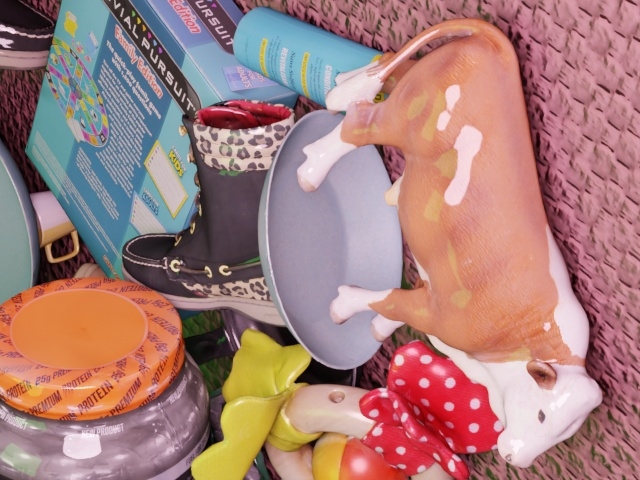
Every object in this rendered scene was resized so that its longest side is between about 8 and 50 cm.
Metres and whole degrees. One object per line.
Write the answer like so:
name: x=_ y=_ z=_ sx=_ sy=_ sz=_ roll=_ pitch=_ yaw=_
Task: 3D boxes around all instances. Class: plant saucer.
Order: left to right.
plant saucer: x=-0.422 y=-0.032 z=1.589 sx=0.318 sy=0.044 sz=0.317 roll=17 pitch=119 yaw=34
plant saucer: x=0.000 y=0.000 z=1.049 sx=0.037 sy=0.195 sz=0.195 roll=-5 pitch=104 yaw=31

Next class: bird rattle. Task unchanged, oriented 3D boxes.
bird rattle: x=0.035 y=0.160 z=1.150 sx=0.254 sy=0.143 sz=0.207 roll=-3 pitch=138 yaw=17

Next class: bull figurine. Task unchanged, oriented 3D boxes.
bull figurine: x=0.094 y=0.003 z=0.985 sx=0.188 sy=0.101 sz=0.310 roll=-5 pitch=98 yaw=32

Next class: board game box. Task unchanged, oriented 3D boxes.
board game box: x=-0.162 y=-0.110 z=1.322 sx=0.254 sy=0.079 sz=0.336 roll=54 pitch=143 yaw=22

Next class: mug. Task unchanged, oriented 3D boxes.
mug: x=-0.299 y=-0.023 z=1.573 sx=0.062 sy=0.064 sz=0.078 roll=39 pitch=136 yaw=37

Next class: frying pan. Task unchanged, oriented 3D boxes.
frying pan: x=-0.048 y=0.106 z=1.296 sx=0.197 sy=0.053 sz=0.326 roll=57 pitch=144 yaw=18

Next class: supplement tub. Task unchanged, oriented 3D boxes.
supplement tub: x=-0.197 y=0.215 z=1.216 sx=0.207 sy=0.207 sz=0.338 roll=34 pitch=132 yaw=41

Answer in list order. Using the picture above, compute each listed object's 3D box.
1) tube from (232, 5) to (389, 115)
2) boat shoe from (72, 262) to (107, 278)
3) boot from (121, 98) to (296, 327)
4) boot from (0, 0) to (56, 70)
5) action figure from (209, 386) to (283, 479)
tube: x=0.019 y=-0.128 z=1.095 sx=0.207 sy=0.052 sz=0.080 roll=29 pitch=140 yaw=36
boat shoe: x=-0.220 y=0.188 z=1.491 sx=0.121 sy=0.110 sz=0.341 roll=69 pitch=-161 yaw=-71
boot: x=-0.089 y=-0.031 z=1.160 sx=0.236 sy=0.085 sz=0.178 roll=10 pitch=123 yaw=40
boot: x=-0.407 y=-0.366 z=1.451 sx=0.377 sy=0.138 sz=0.284 roll=29 pitch=111 yaw=7
action figure: x=-0.067 y=0.264 z=1.370 sx=0.063 sy=0.137 sz=0.232 roll=-25 pitch=94 yaw=44
